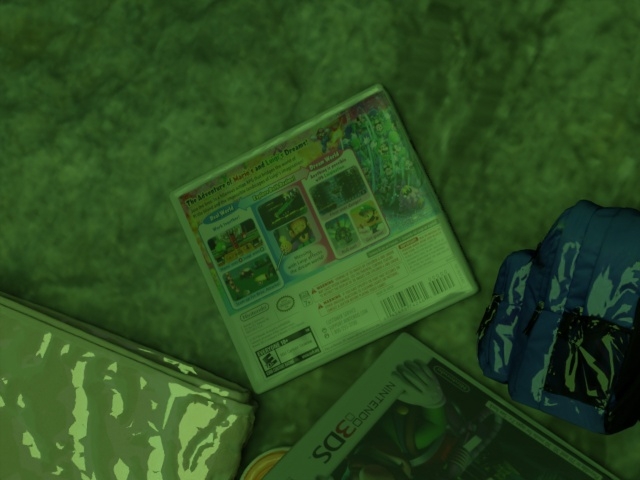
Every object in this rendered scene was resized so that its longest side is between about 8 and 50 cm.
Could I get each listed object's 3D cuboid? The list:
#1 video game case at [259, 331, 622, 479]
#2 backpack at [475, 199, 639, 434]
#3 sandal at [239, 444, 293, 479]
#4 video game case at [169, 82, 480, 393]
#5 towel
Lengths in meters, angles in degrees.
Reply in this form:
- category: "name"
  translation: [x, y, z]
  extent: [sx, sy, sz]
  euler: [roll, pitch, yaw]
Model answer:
- category: "video game case"
  translation: [0.080, 0.148, 0.684]
  extent: [0.190, 0.173, 0.022]
  euler: [34, 131, 14]
- category: "backpack"
  translation: [0.148, 0.037, 0.698]
  extent: [0.101, 0.098, 0.120]
  euler: [20, 95, 19]
- category: "sandal"
  translation: [0.045, 0.227, 0.732]
  extent: [0.265, 0.076, 0.102]
  euler: [37, 98, 13]
- category: "video game case"
  translation: [0.000, 0.000, 0.781]
  extent: [0.157, 0.019, 0.143]
  euler: [-26, 82, 14]
- category: "towel"
  translation: [-0.233, 0.200, 0.824]
  extent: [0.317, 0.053, 0.331]
  euler: [21, 94, 16]
